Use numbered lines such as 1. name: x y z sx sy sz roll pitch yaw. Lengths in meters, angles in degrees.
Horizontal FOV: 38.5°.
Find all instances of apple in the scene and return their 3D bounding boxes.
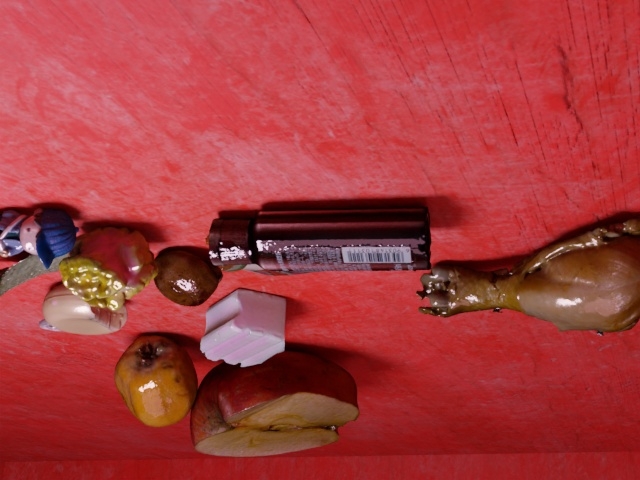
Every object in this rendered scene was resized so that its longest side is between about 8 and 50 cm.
1. apple: -0.101 0.386 2.078 0.365 0.295 0.329 3 -173 -22

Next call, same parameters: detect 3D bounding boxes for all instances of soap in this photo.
1. soap: -0.152 0.174 1.800 0.145 0.091 0.230 16 155 -25

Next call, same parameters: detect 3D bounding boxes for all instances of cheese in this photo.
1. cheese: -0.489 0.138 1.767 0.249 0.071 0.163 -10 155 30

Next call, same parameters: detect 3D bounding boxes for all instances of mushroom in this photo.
1. mushroom: -0.229 0.059 1.547 0.127 0.087 0.127 18 147 12

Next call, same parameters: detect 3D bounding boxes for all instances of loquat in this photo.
1. loquat: -0.359 0.306 2.017 0.187 0.176 0.234 21 134 28

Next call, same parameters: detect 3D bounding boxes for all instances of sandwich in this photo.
1. sandwich: -0.145 0.017 1.480 0.067 0.029 0.135 -3 157 11

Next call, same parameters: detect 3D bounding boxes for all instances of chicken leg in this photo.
1. chicken leg: 0.335 0.069 1.446 0.429 0.153 0.201 -6 146 40

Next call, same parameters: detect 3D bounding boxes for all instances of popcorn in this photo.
1. popcorn: -0.332 0.041 1.435 0.145 0.126 0.126 -24 164 1

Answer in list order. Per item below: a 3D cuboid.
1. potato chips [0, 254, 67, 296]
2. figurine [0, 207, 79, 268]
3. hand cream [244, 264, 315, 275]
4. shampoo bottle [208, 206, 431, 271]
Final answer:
1. potato chips: -0.499 0.058 1.524 0.228 0.059 0.167 -23 -172 41
2. figurine: -0.442 -0.007 1.384 0.149 0.086 0.087 6 -164 19
3. hand cream: -0.055 0.036 1.508 0.080 0.050 0.234 16 161 -39
4. shampoo bottle: 0.000 0.000 1.354 0.323 0.084 0.129 -1 155 11
